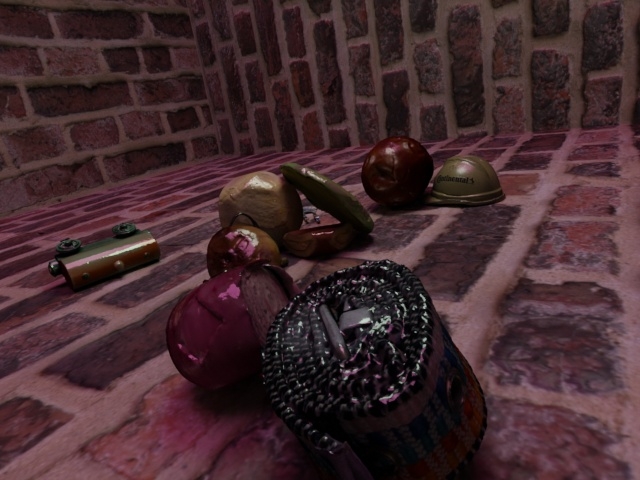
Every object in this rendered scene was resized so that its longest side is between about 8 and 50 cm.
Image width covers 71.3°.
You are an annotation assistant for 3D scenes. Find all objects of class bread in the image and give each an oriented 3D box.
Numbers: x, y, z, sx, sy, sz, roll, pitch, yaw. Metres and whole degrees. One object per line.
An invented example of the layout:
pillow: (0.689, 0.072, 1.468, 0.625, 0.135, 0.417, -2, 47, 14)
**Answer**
bread: (0.016, -0.115, 1.184, 0.045, 0.301, 0.301, -54, 30, -7)
bread: (0.000, 0.001, 1.121, 0.192, 0.067, 0.119, -10, 9, -5)

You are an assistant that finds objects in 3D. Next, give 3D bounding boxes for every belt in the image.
belt: (0.058, 0.150, 0.486, 0.206, 0.161, 0.295, -31, 20, -5)

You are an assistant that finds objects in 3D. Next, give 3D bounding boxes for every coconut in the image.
coconut: (-0.174, -0.082, 1.233, 0.236, 0.237, 0.198, -1, 55, 24)

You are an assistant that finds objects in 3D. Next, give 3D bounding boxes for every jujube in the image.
jujube: (0.259, -0.223, 1.449, 0.222, 0.223, 0.318, 1, 11, 29)

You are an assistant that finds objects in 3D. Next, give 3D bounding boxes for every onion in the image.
onion: (-0.126, 0.125, 0.651, 0.200, 0.201, 0.207, -4, 31, 14)

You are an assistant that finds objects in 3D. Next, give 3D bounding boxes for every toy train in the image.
toy train: (-0.587, 0.043, 1.238, 0.285, 0.116, 0.177, -23, 34, -38)

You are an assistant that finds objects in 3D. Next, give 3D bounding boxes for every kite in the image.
kite: (-0.082, -0.091, 1.532, 0.169, 0.015, 0.310, -10, 16, -2)

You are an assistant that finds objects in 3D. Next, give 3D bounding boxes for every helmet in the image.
helmet: (0.436, -0.196, 1.392, 0.257, 0.137, 0.204, 2, 21, 32)

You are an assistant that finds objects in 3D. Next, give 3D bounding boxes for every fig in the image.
fig: (-0.132, 0.036, 0.975, 0.230, 0.143, 0.160, -17, 49, -43)

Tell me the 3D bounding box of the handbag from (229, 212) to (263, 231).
handbag: (-0.182, -0.001, 1.103, 0.115, 0.139, 0.072, -18, 12, -23)
